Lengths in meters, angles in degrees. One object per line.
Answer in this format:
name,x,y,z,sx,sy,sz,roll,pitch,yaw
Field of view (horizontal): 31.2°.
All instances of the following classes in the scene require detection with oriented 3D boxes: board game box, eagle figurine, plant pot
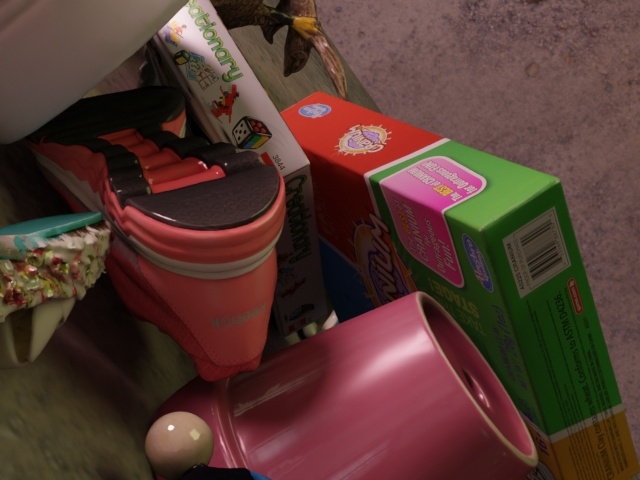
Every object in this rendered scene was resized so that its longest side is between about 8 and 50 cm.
board game box,-0.066,-0.057,0.936,0.193,0.053,0.305,59,-10,21
eagle figurine,-0.112,-0.260,1.164,0.298,0.225,0.226,-8,41,-45
board game box,0.086,0.032,0.862,0.316,0.064,0.242,30,-33,58
plant pot,0.026,0.134,0.717,0.201,0.180,0.201,50,12,-15

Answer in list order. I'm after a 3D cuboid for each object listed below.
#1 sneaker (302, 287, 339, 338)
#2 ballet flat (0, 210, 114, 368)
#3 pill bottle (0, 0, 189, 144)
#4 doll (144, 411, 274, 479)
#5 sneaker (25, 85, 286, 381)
sneaker,0.000,0.000,1.098,0.081,0.080,0.211,-33,112,-69
ballet flat,-0.170,0.030,0.549,0.241,0.091,0.077,-17,102,-73
pill bottle,-0.250,-0.260,0.654,0.392,0.224,0.224,50,13,-20
doll,-0.047,0.172,0.584,0.129,0.046,0.189,-7,61,-34
sneaker,-0.119,-0.010,0.753,0.314,0.115,0.136,-140,-139,-56
